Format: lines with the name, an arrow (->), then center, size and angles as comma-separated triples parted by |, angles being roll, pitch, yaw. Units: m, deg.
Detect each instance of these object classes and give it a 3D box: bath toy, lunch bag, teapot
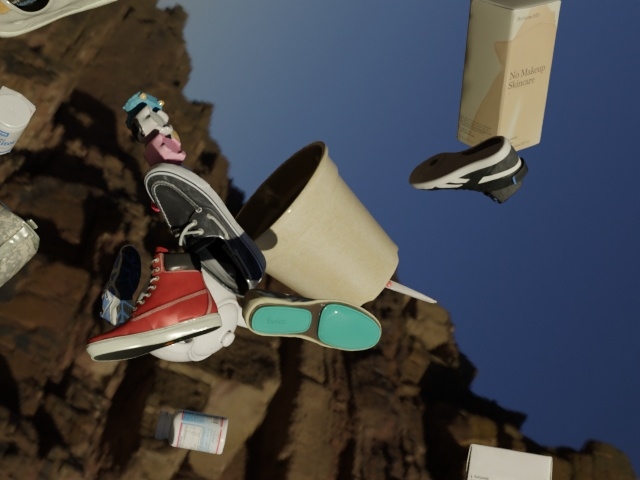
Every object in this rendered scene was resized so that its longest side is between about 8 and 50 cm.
bath toy -> -0.389, -0.200, 2.203 | 0.129, 0.151, 0.348 | -43, -129, 21
lunch bag -> -0.889, 0.039, 2.332 | 0.305, 0.213, 0.256 | -46, -149, -20
teapot -> -0.263, 0.163, 1.906 | 0.256, 0.187, 0.253 | -45, 155, -25

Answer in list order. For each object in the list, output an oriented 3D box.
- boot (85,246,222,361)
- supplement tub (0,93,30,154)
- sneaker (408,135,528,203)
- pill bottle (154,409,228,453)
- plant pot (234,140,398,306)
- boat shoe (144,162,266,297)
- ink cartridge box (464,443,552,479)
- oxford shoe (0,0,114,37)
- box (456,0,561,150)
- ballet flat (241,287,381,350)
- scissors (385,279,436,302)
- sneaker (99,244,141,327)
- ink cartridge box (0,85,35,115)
boot -> -0.317, 0.109, 1.629 | 0.244, 0.176, 0.088 | -17, 168, -21
supplement tub -> -0.572, -0.208, 1.633 | 0.107, 0.071, 0.071 | -36, -153, 48
sneaker -> 0.274, -0.105, 1.651 | 0.216, 0.121, 0.079 | -15, -140, 42
pill bottle -> -0.299, 0.440, 2.103 | 0.087, 0.160, 0.087 | -169, -90, -85
plant pot -> 0.000, 0.000, 2.045 | 0.334, 0.305, 0.334 | -42, -161, 19
boat shoe -> -0.225, -0.014, 1.707 | 0.108, 0.301, 0.102 | -30, -161, 28
ink cartridge box -> 0.367, 0.468, 1.794 | 0.219, 0.160, 0.093 | 69, 30, -70
oxford shoe -> -0.520, -0.573, 1.912 | 0.449, 0.169, 0.130 | -37, 177, -27
box -> 0.382, -0.346, 1.862 | 0.121, 0.148, 0.311 | 35, -45, 44
ballet flat -> -0.017, 0.126, 1.508 | 0.086, 0.248, 0.086 | -41, -138, 51
scissors -> 0.162, 0.098, 2.368 | 0.021, 0.297, 0.109 | 114, -18, -76
sneaker -> -0.492, 0.111, 2.196 | 0.081, 0.080, 0.211 | 18, -80, 32
ink cartridge box -> -0.711, -0.275, 2.053 | 0.122, 0.052, 0.088 | -61, 167, -10
